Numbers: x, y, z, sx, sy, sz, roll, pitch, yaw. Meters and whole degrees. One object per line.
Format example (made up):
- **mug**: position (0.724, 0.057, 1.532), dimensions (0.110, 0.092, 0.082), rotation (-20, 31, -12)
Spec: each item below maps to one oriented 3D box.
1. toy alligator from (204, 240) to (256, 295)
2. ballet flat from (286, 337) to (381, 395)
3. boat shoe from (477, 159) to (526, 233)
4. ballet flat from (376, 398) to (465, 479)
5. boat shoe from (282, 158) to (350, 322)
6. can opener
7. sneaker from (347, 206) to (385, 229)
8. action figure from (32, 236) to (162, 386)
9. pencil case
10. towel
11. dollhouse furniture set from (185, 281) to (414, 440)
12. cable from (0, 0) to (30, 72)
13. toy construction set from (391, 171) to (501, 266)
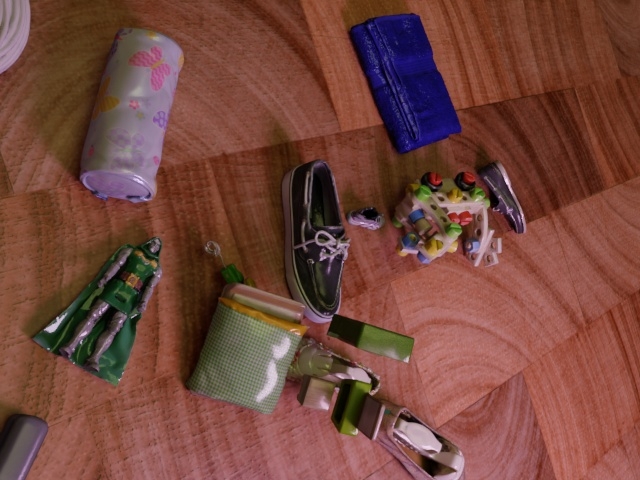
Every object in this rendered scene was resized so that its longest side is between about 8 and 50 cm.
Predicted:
- **toy alligator**: position (-0.142, 0.079, 1.089), dimensions (0.189, 0.056, 0.051), rotation (62, 10, -7)
- **ballet flat**: position (0.017, 0.233, 1.155), dimensions (0.241, 0.077, 0.091), rotation (24, 67, -30)
- **boat shoe**: position (0.461, -0.101, 1.592), dimensions (0.065, 0.075, 0.206), rotation (-25, 104, 5)
- **ballet flat**: position (0.213, 0.421, 1.242), dimensions (0.316, 0.106, 0.107), rotation (38, 59, -25)
- **boat shoe**: position (0.003, 0.000, 1.179), dimensions (0.113, 0.105, 0.305), rotation (4, 77, -36)
- **can opener**: position (-0.448, 0.348, 0.777), dimensions (0.095, 0.076, 0.283), rotation (33, 61, -28)
- **sneaker**: position (0.111, -0.047, 1.294), dimensions (0.098, 0.069, 0.038), rotation (3, 78, -37)
- **action figure**: position (-0.307, 0.085, 0.957), dimensions (0.137, 0.064, 0.232), rotation (38, 56, -21)
- **pencil case**: position (-0.293, -0.198, 0.995), dimensions (0.124, 0.114, 0.272), rotation (22, 67, -43)
- **towel**: position (0.210, -0.369, 1.438), dimensions (0.228, 0.076, 0.308), rotation (-25, 95, -37)
- **dollhouse furniture set**: position (-0.036, 0.201, 1.008), dimensions (0.302, 0.151, 0.197), rotation (19, 85, -19)
- **cable**: position (-0.537, -0.330, 0.857), dimensions (0.257, 0.089, 0.257), rotation (41, 58, -22)
- **toy construction set**: position (0.291, -0.040, 1.377), dimensions (0.328, 0.151, 0.214), rotation (7, 51, -44)
